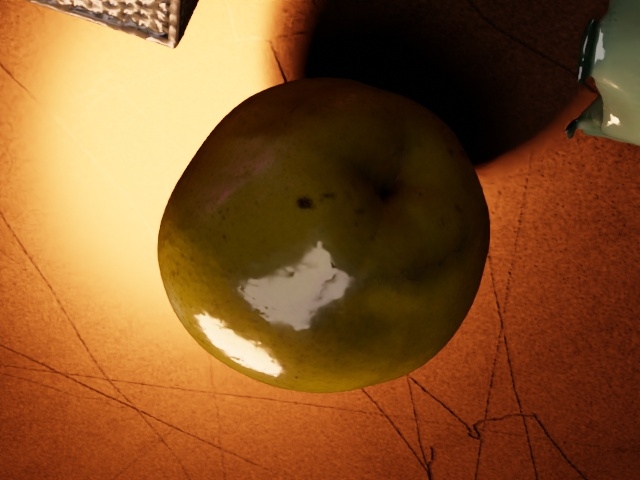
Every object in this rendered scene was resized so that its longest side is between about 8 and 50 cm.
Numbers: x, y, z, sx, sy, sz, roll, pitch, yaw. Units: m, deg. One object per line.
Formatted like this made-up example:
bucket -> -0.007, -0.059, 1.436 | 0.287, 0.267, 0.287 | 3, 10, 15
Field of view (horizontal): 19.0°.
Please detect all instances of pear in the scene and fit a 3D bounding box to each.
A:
pear -> 0.000, 0.000, 1.622 | 0.294, 0.294, 0.294 | 13, 141, 11

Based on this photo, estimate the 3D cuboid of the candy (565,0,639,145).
candy -> 0.323, -0.199, 1.346 | 0.263, 0.172, 0.398 | 17, 130, 15

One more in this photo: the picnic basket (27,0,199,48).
picnic basket -> -0.176, -0.270, 1.493 | 0.196, 0.134, 0.154 | 18, 140, 5
